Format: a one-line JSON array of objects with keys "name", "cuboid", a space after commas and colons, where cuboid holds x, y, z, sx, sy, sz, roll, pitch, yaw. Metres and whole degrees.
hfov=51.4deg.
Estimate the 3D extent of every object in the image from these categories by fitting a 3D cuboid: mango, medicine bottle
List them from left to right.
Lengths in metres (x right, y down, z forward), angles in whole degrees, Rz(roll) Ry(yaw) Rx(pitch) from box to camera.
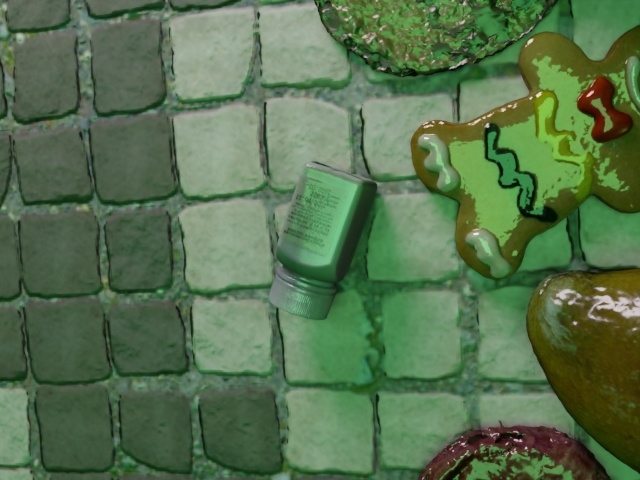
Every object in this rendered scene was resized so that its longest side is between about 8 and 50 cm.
[{"name": "medicine bottle", "cuboid": [0.000, 0.000, 0.532, 0.055, 0.074, 0.117, 20, 99, 11]}, {"name": "mango", "cuboid": [0.297, 0.092, 0.436, 0.317, 0.146, 0.192, 9, 88, 19]}]

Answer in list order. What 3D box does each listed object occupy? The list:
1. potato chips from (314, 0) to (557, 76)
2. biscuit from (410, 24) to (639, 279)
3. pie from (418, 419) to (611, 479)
[{"name": "potato chips", "cuboid": [0.098, -0.232, 0.522, 0.220, 0.029, 0.201, 1, 94, 16]}, {"name": "biscuit", "cuboid": [0.190, -0.081, 0.505, 0.240, 0.035, 0.158, -34, 88, 13]}, {"name": "pie", "cuboid": [0.155, 0.236, 0.525, 0.183, 0.049, 0.182, 0, 88, 13]}]
